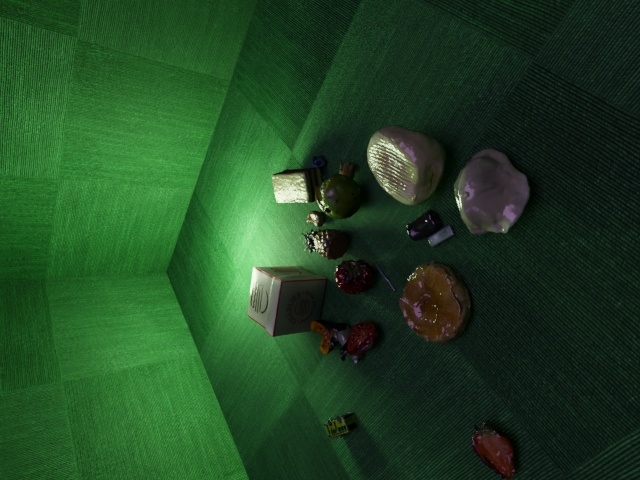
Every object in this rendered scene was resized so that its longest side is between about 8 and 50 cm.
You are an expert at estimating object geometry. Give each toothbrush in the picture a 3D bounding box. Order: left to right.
[{"bbox_3d":[0.305,0.174,1.958,0.162,0.014,0.017,58,149,31],"label":"toothbrush"}]

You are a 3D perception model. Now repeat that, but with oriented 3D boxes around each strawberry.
[{"bbox_3d":[0.160,0.188,2.017,0.184,0.187,0.201,29,143,22],"label":"strawberry"},{"bbox_3d":[0.635,0.750,1.520,0.192,0.085,0.140,32,100,22],"label":"strawberry"}]

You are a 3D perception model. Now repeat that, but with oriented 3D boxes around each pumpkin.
[{"bbox_3d":[0.032,0.500,2.208,0.119,0.108,0.183,-37,71,51],"label":"pumpkin"}]

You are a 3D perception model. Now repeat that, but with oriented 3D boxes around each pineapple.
[{"bbox_3d":[0.000,0.000,2.217,0.340,0.169,0.169,19,105,55],"label":"pineapple"}]

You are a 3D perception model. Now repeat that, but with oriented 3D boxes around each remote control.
[{"bbox_3d":[0.499,-0.018,1.725,0.124,0.018,0.053,-39,63,43],"label":"remote control"}]

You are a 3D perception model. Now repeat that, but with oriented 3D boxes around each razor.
[{"bbox_3d":[0.436,-0.060,1.769,0.148,0.054,0.090,-38,62,44],"label":"razor"}]

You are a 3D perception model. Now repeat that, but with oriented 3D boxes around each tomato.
[{"bbox_3d":[0.215,0.478,1.997,0.174,0.082,0.166,-22,41,46],"label":"tomato"}]

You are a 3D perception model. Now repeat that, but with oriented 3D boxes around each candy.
[{"bbox_3d":[-0.128,-0.309,2.340,0.321,0.135,0.179,5,114,48],"label":"candy"}]

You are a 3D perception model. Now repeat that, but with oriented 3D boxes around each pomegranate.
[{"bbox_3d":[0.107,-0.251,2.061,0.236,0.236,0.301,-7,52,49],"label":"pomegranate"}]

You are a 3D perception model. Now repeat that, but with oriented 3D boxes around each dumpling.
[{"bbox_3d":[0.603,-0.178,1.471,0.243,0.187,0.317,7,93,53],"label":"dumpling"}]

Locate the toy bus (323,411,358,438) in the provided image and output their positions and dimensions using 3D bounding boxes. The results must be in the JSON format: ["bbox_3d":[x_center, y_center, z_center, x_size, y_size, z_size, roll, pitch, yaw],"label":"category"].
[{"bbox_3d":[0.104,0.951,2.141,0.175,0.088,0.101,-42,61,40],"label":"toy bus"}]

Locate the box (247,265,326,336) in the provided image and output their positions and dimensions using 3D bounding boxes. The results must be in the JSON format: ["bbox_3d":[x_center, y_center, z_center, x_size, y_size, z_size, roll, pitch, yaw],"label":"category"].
[{"bbox_3d":[-0.193,0.319,2.315,0.300,0.312,0.314,21,105,49],"label":"box"}]

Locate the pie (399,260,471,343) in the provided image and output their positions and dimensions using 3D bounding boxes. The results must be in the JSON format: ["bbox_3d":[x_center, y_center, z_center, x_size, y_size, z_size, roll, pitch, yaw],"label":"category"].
[{"bbox_3d":[0.466,0.259,1.717,0.340,0.083,0.339,-1,89,47],"label":"pie"}]

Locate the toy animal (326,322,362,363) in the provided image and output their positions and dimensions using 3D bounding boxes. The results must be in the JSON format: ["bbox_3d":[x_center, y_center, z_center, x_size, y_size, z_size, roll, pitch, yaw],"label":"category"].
[{"bbox_3d":[0.128,0.516,2.092,0.225,0.121,0.093,55,159,35],"label":"toy animal"}]

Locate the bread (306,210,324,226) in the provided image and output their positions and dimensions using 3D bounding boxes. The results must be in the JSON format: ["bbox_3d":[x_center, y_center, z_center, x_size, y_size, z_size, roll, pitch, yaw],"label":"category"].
[{"bbox_3d":[-0.022,-0.124,2.302,0.113,0.060,0.082,30,113,43],"label":"bread"}]

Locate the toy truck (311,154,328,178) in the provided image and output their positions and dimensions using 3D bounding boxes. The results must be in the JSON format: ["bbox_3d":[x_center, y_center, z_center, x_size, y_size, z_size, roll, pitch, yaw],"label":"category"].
[{"bbox_3d":[0.004,-0.402,2.274,0.136,0.063,0.074,55,146,31],"label":"toy truck"}]

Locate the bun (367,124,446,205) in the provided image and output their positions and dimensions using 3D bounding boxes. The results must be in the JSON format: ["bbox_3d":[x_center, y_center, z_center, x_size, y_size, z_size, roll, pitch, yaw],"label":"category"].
[{"bbox_3d":[0.366,-0.323,1.734,0.361,0.213,0.361,42,149,33],"label":"bun"}]
